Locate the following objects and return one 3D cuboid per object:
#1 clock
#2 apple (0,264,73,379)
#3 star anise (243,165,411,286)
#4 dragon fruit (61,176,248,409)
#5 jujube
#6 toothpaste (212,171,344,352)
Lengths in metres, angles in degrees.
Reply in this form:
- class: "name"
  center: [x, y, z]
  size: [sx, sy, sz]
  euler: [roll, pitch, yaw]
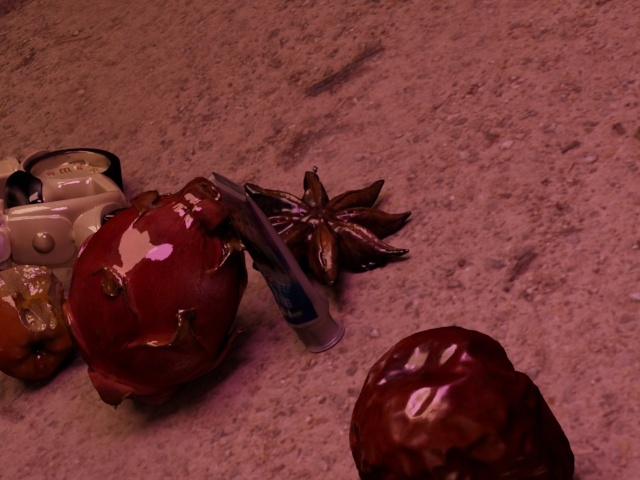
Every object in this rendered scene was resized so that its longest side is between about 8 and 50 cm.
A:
- class: "clock"
  center: [-0.421, -0.048, 2.449]
  size: [0.277, 0.120, 0.379]
  euler: [-11, 24, -17]
- class: "apple"
  center: [-0.438, 0.128, 2.233]
  size: [0.147, 0.156, 0.158]
  euler: [-41, 38, 20]
- class: "star anise"
  center: [0.000, 0.000, 2.067]
  size: [0.272, 0.102, 0.272]
  euler: [0, 37, 0]
- class: "dragon fruit"
  center: [-0.216, 0.072, 1.984]
  size: [0.315, 0.250, 0.250]
  euler: [-37, 25, 30]
- class: "jujube"
  center: [0.133, 0.203, 1.493]
  size: [0.213, 0.232, 0.213]
  euler: [-22, 33, 15]
- class: "toothpaste"
  center: [-0.055, 0.027, 1.894]
  size: [0.061, 0.266, 0.096]
  euler: [-39, 29, -15]
